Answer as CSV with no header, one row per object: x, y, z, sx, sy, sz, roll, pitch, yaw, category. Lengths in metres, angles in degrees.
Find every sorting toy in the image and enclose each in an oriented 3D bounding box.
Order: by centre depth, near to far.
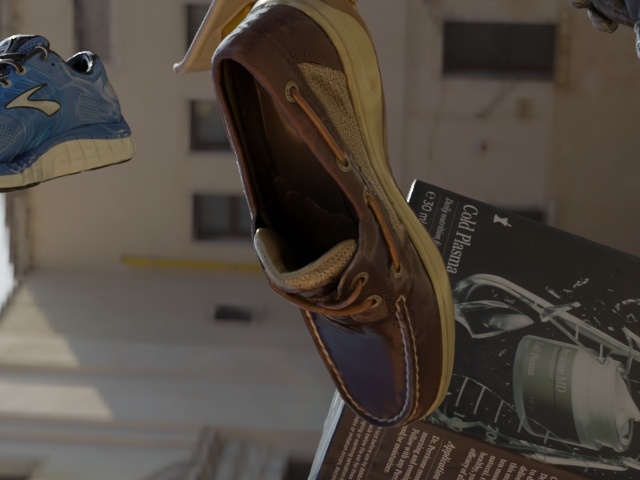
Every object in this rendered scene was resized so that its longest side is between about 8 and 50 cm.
-0.019,-0.227,1.586,0.193,0.038,0.208,-13,-31,-45,sorting toy

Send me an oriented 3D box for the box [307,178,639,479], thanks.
0.270,0.224,2.464,0.480,0.471,0.297,-70,0,-49,box

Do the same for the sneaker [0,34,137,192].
-0.318,-0.119,1.681,0.330,0.129,0.147,-23,-77,-57,sneaker

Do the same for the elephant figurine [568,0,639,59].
0.411,-0.265,2.010,0.239,0.186,0.169,48,-171,38,elephant figurine

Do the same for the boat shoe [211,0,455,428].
0.000,0.000,1.190,0.123,0.123,0.342,-46,-49,-46,boat shoe
